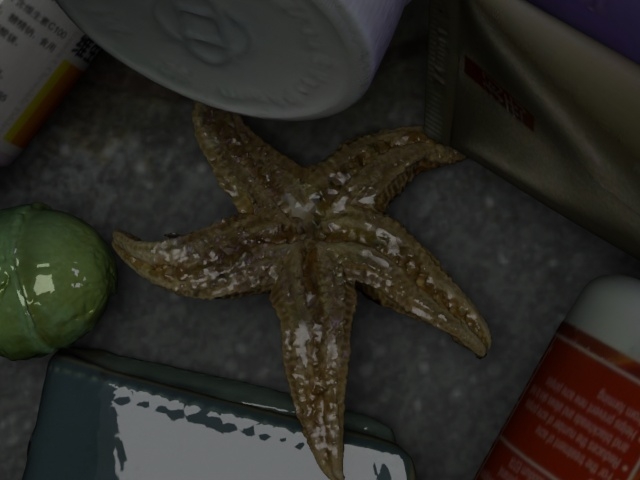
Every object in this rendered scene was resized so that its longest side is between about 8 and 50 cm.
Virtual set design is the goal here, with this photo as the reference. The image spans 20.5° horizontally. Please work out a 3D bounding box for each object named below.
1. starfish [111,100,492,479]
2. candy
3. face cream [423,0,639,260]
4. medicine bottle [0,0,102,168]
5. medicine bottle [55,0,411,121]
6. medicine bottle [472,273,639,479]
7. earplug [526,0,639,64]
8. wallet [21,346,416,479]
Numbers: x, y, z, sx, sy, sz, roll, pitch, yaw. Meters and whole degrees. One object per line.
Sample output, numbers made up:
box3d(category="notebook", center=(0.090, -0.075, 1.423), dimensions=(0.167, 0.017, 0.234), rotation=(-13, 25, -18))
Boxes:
box3d(category="starfish", center=(0.000, 0.000, 1.049), dimensions=(0.236, 0.062, 0.277), rotation=(-14, 66, -11))
box3d(category="candy", center=(-0.283, 0.054, 1.097), dimensions=(0.335, 0.092, 0.093), rotation=(-15, 96, 15))
box3d(category="face cream", center=(0.184, -0.031, 0.933), dimensions=(0.341, 0.137, 0.084), rotation=(34, 56, 30))
box3d(category="medicine bottle", center=(-0.183, -0.154, 1.059), dimensions=(0.133, 0.133, 0.250), rotation=(37, 91, 7))
box3d(category="medicine bottle", center=(0.000, -0.238, 0.950), dimensions=(0.190, 0.190, 0.332), rotation=(22, 64, 8))
box3d(category="medicine bottle", center=(0.198, 0.174, 0.934), dimensions=(0.252, 0.252, 0.241), rotation=(30, 92, 8))
box3d(category="earplug", center=(0.296, -0.104, 0.968), dimensions=(0.456, 0.215, 0.215), rotation=(36, 92, 11))
box3d(category="wallet", center=(-0.084, 0.260, 1.050), dimensions=(0.252, 0.083, 0.360), rotation=(11, 87, 9))
